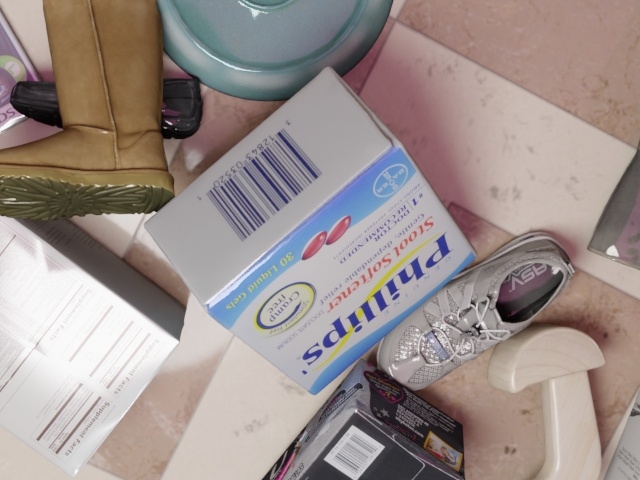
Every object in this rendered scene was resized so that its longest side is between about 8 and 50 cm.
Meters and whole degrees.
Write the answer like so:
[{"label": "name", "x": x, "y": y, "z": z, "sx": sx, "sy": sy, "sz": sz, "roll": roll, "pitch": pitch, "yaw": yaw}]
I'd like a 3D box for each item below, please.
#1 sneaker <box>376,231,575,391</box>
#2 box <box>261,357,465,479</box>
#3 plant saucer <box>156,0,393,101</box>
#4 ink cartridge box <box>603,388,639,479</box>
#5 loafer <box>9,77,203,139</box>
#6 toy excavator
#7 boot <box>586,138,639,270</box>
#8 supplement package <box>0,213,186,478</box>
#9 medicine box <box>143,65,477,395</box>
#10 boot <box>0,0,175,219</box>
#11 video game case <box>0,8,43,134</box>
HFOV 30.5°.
[{"label": "sneaker", "x": 0.186, "y": 0.087, "z": 1.428, "sx": 0.281, "sy": 0.115, "sz": 0.105, "roll": -39, "pitch": 99, "yaw": 2}, {"label": "box", "x": 0.036, "y": 0.295, "z": 1.408, "sx": 0.163, "sy": 0.142, "sz": 0.247, "roll": 35, "pitch": 109, "yaw": -8}, {"label": "plant saucer", "x": -0.063, "y": -0.324, "z": 1.393, "sx": 0.317, "sy": 0.044, "sz": 0.318, "roll": -1, "pitch": 98, "yaw": -5}, {"label": "ink cartridge box", "x": 0.504, "y": 0.234, "z": 1.474, "sx": 0.197, "sy": 0.114, "sz": 0.273, "roll": 20, "pitch": 95, "yaw": -8}, {"label": "loafer", "x": -0.250, "y": -0.169, "z": 1.383, "sx": 0.223, "sy": 0.076, "sz": 0.078, "roll": 4, "pitch": 79, "yaw": -12}, {"label": "toy excavator", "x": 0.250, "y": 0.385, "z": 1.452, "sx": 0.445, "sy": 0.222, "sz": 0.433, "roll": -39, "pitch": 99, "yaw": -12}, {"label": "boot", "x": 0.449, "y": -0.054, "z": 1.451, "sx": 0.189, "sy": 0.076, "sz": 0.208, "roll": 16, "pitch": 89, "yaw": 8}, {"label": "supplement package", "x": -0.319, "y": 0.094, "z": 1.349, "sx": 0.262, "sy": 0.199, "sz": 0.198, "roll": 38, "pitch": 93, "yaw": -8}, {"label": "medicine box", "x": 0.000, "y": 0.000, "z": 1.312, "sx": 0.263, "sy": 0.289, "sz": 0.149, "roll": -41, "pitch": 55, "yaw": 2}, {"label": "boot", "x": -0.279, "y": -0.157, "z": 1.279, "sx": 0.236, "sy": 0.089, "sz": 0.269, "roll": 2, "pitch": 61, "yaw": -26}, {"label": "video game case", "x": -0.438, "y": -0.204, "z": 1.390, "sx": 0.173, "sy": 0.022, "sz": 0.190, "roll": -29, "pitch": 99, "yaw": 0}]
